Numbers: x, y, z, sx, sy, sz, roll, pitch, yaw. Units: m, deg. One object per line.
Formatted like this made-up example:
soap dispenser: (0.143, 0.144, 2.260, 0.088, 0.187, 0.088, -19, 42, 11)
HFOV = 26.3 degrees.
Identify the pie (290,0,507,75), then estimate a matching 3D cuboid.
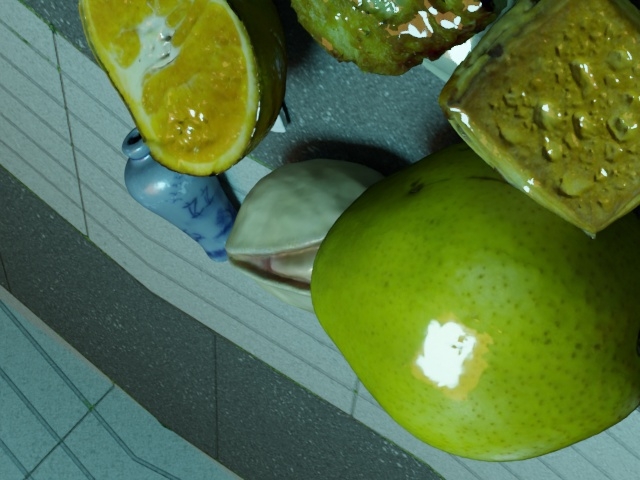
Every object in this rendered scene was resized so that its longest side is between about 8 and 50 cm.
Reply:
pie: (0.056, -0.338, 1.354, 0.288, 0.103, 0.355, 11, 119, 35)

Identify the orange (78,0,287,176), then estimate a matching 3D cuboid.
orange: (-0.167, -0.242, 1.729, 0.274, 0.274, 0.310, 91, 168, -57)

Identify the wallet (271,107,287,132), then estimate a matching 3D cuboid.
wallet: (-0.126, -0.218, 1.949, 0.183, 0.032, 0.124, 17, 144, 39)

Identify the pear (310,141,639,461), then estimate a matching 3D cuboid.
pear: (0.192, 0.066, 1.568, 0.418, 0.362, 0.362, 19, 146, 30)

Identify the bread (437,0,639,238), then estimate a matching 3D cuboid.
bread: (0.258, -0.138, 1.373, 0.235, 0.210, 0.099, 42, -167, -12)

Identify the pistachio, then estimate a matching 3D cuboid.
pistachio: (0.000, 0.000, 1.879, 0.309, 0.230, 0.230, 14, 143, 55)

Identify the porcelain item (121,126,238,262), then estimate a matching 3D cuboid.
porcelain item: (-0.215, -0.077, 2.174, 0.141, 0.141, 0.259, 8, 145, 50)

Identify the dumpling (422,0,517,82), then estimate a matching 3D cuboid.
dumpling: (0.164, -0.240, 1.437, 0.216, 0.126, 0.166, 46, 130, 27)
